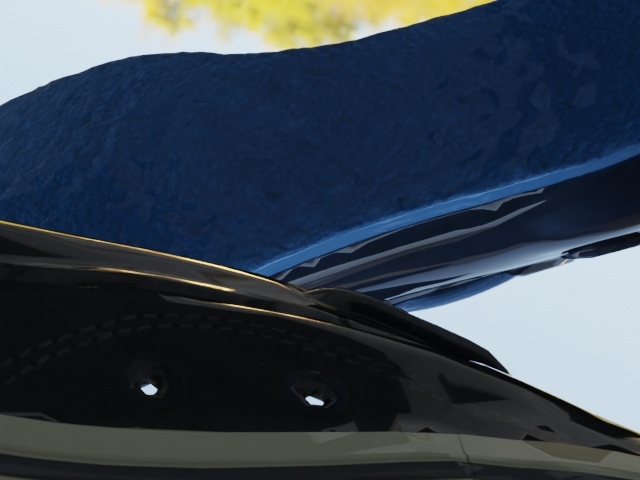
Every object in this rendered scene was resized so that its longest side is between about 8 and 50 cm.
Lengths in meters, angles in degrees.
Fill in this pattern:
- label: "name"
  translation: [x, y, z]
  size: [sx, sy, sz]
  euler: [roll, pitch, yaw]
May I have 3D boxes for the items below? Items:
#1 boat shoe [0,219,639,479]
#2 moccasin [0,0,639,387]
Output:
- label: "boat shoe"
  translation: [-0.127, 0.073, 0.454]
  size: [0.500, 0.187, 0.156]
  euler: [9, -163, -18]
- label: "moccasin"
  translation: [0.000, 0.000, 0.753]
  size: [0.342, 0.117, 0.137]
  euler: [-7, -123, 16]
